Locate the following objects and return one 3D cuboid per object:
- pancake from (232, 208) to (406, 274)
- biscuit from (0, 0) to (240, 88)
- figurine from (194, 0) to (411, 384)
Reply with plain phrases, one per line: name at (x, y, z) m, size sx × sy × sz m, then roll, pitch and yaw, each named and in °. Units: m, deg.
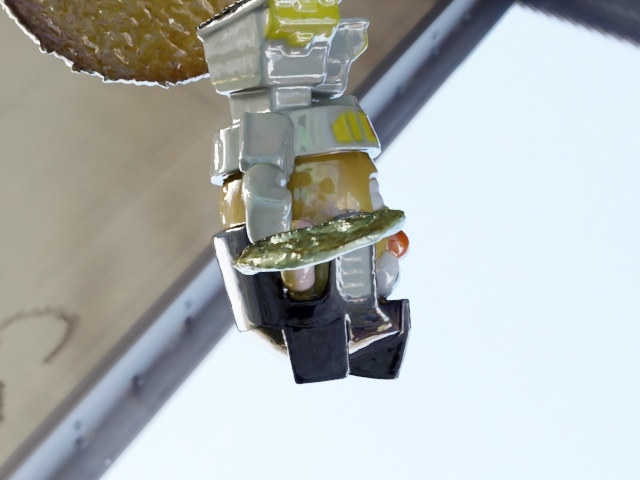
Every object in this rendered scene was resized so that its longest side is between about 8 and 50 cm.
pancake at (-0.001, 0.000, 0.898) m, size 0.108 × 0.108 × 0.017 m, roll -9°, pitch -82°, yaw 41°
biscuit at (-0.141, -0.277, 1.261) m, size 0.305 × 0.305 × 0.038 m, roll 59°, pitch -11°, yaw -19°
figurine at (-0.011, -0.033, 1.116) m, size 0.143 × 0.308 × 0.308 m, roll -6°, pitch -59°, yaw 30°
